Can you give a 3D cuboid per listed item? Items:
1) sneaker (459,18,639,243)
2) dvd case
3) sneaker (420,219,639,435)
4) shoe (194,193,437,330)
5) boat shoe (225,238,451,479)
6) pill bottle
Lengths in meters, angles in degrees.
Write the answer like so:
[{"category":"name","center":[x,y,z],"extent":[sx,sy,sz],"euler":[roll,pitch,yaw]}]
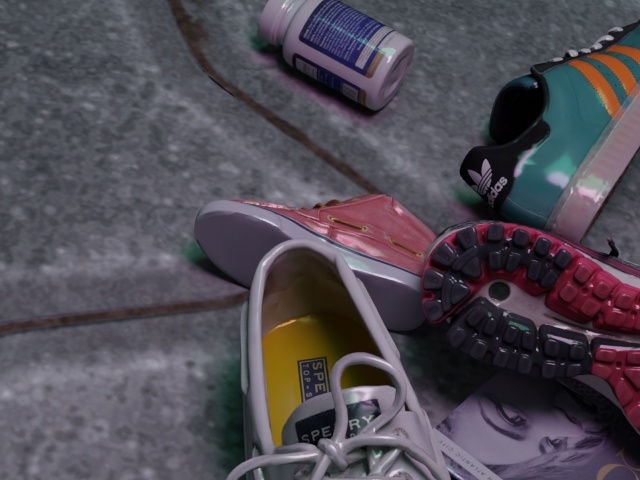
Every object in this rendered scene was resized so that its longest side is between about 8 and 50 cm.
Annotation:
[{"category":"sneaker","center":[0.213,-0.115,1.268],"extent":[0.121,0.108,0.302],"euler":[30,45,8]},{"category":"dvd case","center":[0.189,0.136,1.059],"extent":[0.164,0.018,0.221],"euler":[37,45,20]},{"category":"sneaker","center":[0.213,0.060,1.056],"extent":[0.299,0.121,0.112],"euler":[27,11,0]},{"category":"shoe","center":[0.000,0.000,1.113],"extent":[0.178,0.063,0.081],"euler":[21,40,-4]},{"category":"boat shoe","center":[0.017,0.130,0.877],"extent":[0.135,0.156,0.367],"euler":[-10,43,0]},{"category":"pill bottle","center":[0.011,-0.162,1.281],"extent":[0.120,0.067,0.067],"euler":[30,43,13]}]
